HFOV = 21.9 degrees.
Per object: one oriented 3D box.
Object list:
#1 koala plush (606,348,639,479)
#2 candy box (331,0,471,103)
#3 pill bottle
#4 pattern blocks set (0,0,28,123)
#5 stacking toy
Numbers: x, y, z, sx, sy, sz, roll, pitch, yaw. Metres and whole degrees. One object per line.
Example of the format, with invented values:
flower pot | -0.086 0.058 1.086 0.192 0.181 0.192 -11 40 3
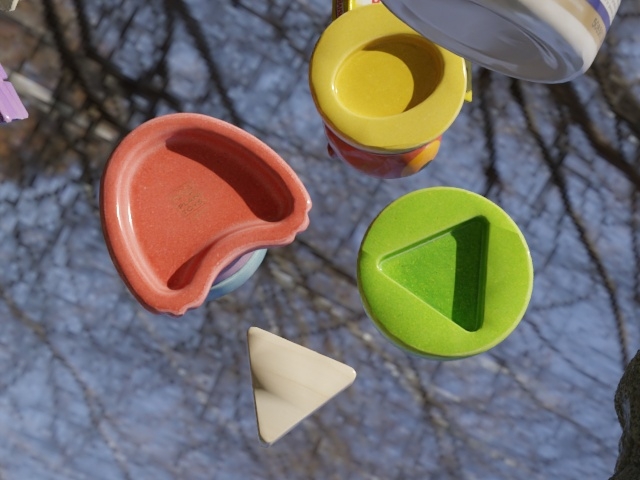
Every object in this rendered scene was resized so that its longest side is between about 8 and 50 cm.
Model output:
koala plush | 0.276 0.210 1.308 0.221 0.203 0.196 -45 -172 -23
candy box | 0.083 -0.213 1.633 0.027 0.206 0.105 -14 -112 37
pill bottle | 0.151 -0.246 1.042 0.153 0.153 0.264 16 -103 56
pattern blocks set | -0.166 -0.213 0.779 0.285 0.026 0.324 16 -74 29
stacking toy | 0.000 0.000 1.279 0.279 0.309 0.130 62 -10 12
